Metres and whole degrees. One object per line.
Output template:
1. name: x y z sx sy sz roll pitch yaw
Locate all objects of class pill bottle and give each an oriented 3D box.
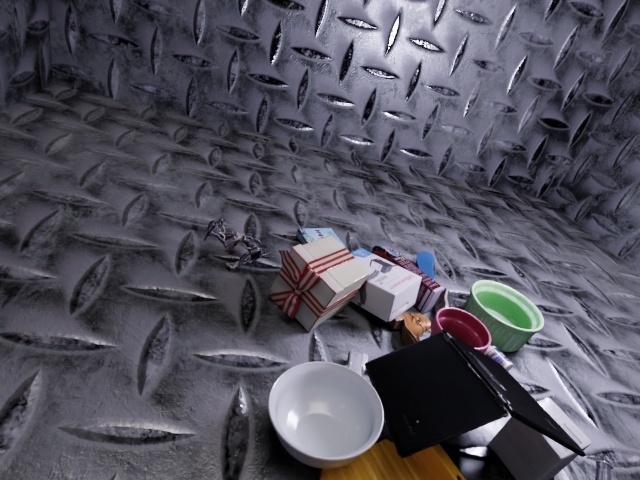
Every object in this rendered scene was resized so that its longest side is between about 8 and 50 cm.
1. pill bottle: 0.656 0.442 1.509 0.067 0.067 0.120 -5 38 -33

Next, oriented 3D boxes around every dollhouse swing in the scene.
1. dollhouse swing: 0.202 0.543 0.882 0.347 0.304 0.315 -5 38 -32

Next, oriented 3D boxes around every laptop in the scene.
1. laptop: 0.389 0.448 1.107 0.408 0.236 0.382 32 10 -14

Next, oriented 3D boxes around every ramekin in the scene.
1. ramekin: 0.746 0.318 1.675 0.304 0.148 0.303 13 31 -8

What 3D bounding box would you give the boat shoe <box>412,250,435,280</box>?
1. boat shoe: 0.482 0.146 1.880 0.109 0.088 0.258 11 34 13

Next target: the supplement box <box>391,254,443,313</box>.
1. supplement box: 0.393 0.187 1.719 0.073 0.130 0.239 -13 44 -42

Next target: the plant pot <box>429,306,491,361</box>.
1. plant pot: 0.467 0.368 1.418 0.202 0.180 0.201 14 31 -8

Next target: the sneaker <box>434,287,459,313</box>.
1. sneaker: 0.552 0.293 1.705 0.118 0.083 0.222 40 25 0

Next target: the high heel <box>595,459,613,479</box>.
1. high heel: 0.869 0.773 1.114 0.261 0.093 0.186 34 55 2

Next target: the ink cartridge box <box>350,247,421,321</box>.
1. ink cartridge box: 0.213 0.168 1.610 0.308 0.128 0.223 27 29 33

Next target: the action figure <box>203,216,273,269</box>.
1. action figure: -0.332 0.025 1.600 0.276 0.141 0.164 34 14 -27

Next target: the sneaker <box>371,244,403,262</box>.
1. sneaker: 0.368 0.096 1.880 0.125 0.104 0.262 -10 41 -41

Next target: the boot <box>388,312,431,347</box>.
1. boot: 0.367 0.342 1.514 0.153 0.072 0.197 -1 36 -30

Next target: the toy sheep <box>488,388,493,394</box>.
1. toy sheep: 0.581 0.501 1.363 0.132 0.091 0.091 -3 37 -23

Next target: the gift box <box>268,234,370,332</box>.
1. gift box: -0.029 0.146 1.453 0.276 0.255 0.258 40 35 22

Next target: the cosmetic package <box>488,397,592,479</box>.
1. cosmetic package: 0.625 0.584 1.152 0.151 0.183 0.151 -2 37 -29

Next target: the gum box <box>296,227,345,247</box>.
1. gum box: 0.000 0.000 1.898 0.185 0.041 0.157 -1 36 -31

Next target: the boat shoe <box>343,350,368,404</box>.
1. boat shoe: 0.090 0.424 1.243 0.081 0.079 0.227 16 24 10

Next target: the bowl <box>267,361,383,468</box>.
1. bowl: 0.006 0.469 1.041 0.298 0.134 0.297 7 27 -4
